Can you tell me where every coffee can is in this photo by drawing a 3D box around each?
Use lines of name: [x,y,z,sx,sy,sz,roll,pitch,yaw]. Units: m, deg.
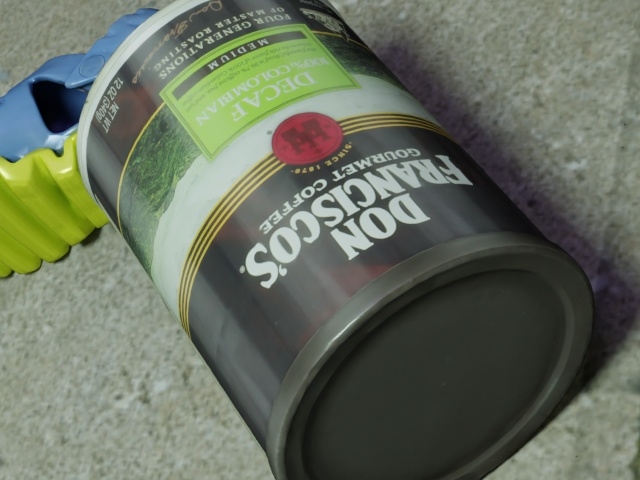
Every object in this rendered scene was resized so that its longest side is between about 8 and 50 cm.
coffee can: [0.000,0.000,0.961,0.201,0.201,0.275,-39,51,1]

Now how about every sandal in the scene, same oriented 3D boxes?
sandal: [-0.189,-0.072,1.165,0.317,0.126,0.138,-17,51,8]
